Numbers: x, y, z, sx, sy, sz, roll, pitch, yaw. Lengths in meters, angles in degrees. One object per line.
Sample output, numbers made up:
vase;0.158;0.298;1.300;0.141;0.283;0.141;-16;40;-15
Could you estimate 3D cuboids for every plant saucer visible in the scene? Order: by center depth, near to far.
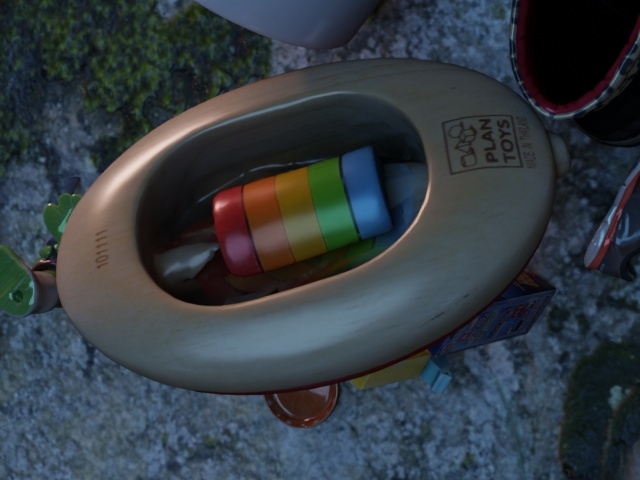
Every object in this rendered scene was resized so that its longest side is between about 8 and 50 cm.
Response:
plant saucer;-0.019;0.150;1.851;0.083;0.013;0.083;1;93;22

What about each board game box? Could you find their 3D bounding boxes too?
board game box;0.123;0.032;1.717;0.194;0.194;0.060;47;115;35

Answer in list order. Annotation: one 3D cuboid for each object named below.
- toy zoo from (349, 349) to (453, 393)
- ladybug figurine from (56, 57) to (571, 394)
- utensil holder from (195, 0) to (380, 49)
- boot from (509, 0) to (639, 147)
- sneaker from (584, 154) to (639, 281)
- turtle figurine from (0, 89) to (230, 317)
toy zoo;0.006;0.052;1.742;0.293;0.192;0.030;35;114;17
ladybug figurine;0.000;0.000;1.561;0.449;0.162;0.305;-13;55;11
utensil holder;0.006;-0.413;1.639;0.327;0.327;0.385;41;115;15
boot;0.277;-0.264;1.575;0.138;0.284;0.377;22;100;19
sneaker;0.308;-0.031;1.700;0.065;0.061;0.158;30;112;8
turtle figurine;-0.221;-0.016;1.792;0.198;0.266;0.275;-3;88;23
